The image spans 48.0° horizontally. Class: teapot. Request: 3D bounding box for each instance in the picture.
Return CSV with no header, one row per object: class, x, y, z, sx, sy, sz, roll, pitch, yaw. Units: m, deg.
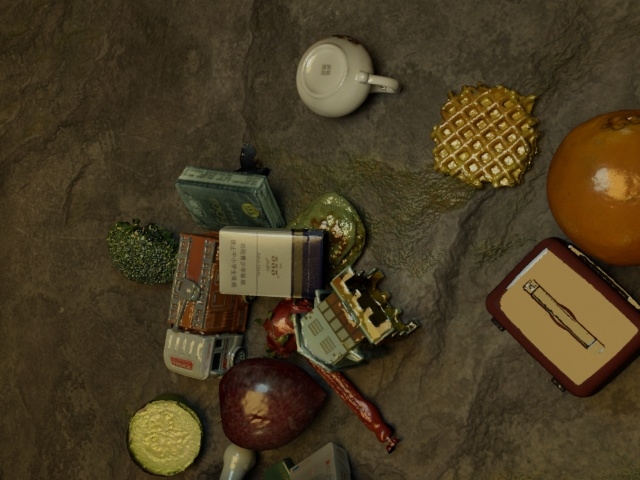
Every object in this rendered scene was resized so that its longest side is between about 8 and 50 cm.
teapot,0.049,-0.402,1.781,0.298,0.139,0.204,19,94,29

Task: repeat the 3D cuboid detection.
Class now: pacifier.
pacifier,-0.226,0.634,1.850,0.299,0.244,0.233,-16,47,48

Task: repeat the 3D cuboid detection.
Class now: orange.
orange,0.598,-0.102,1.391,0.312,0.312,0.311,-2,86,27

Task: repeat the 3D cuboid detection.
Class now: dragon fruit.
dragon fruit,-0.093,0.229,1.824,0.236,0.135,0.137,-38,76,39

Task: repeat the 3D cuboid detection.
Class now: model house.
model house,0.075,0.194,1.680,0.215,0.224,0.198,-43,70,18

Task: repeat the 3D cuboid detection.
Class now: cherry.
cherry,-0.132,0.403,1.790,0.301,0.203,0.230,-13,79,12

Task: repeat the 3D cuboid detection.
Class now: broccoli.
broccoli,-0.478,0.029,2.007,0.226,0.197,0.176,-21,39,-3

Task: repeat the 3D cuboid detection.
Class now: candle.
candle,0.075,0.380,1.769,0.051,0.048,0.329,-35,66,-22

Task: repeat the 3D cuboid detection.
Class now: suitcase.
suitcase,0.516,0.157,1.492,0.297,0.161,0.236,47,106,23

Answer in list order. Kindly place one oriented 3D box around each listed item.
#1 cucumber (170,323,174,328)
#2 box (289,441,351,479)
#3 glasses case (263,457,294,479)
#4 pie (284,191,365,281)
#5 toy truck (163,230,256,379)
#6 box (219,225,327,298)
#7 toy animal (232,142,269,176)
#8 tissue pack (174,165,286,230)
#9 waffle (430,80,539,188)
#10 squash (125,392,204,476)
cucumber,-0.385,0.210,2.012,0.058,0.052,0.214,9,90,7
box,0.002,0.616,1.708,0.149,0.067,0.233,-37,31,20
glasses case,-0.071,0.654,1.830,0.078,0.039,0.184,-38,71,20
pie,0.000,0.000,1.806,0.248,0.090,0.201,-42,72,22
toy truck,-0.294,0.170,1.880,0.174,0.207,0.387,9,91,28
box,-0.114,0.052,1.747,0.260,0.071,0.168,3,101,6
toy animal,-0.195,-0.179,1.910,0.062,0.108,0.220,40,136,22
tissue pack,-0.233,-0.099,1.883,0.257,0.185,0.081,9,51,27
waffle,0.376,-0.241,1.651,0.254,0.052,0.245,14,92,28
squash,-0.417,0.537,1.995,0.220,0.133,0.220,0,88,11
